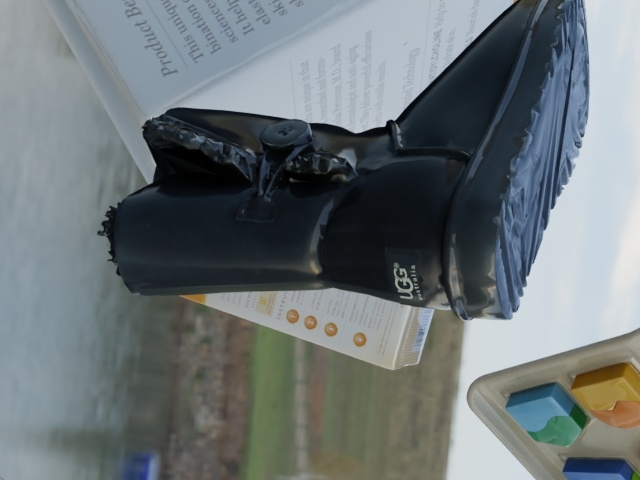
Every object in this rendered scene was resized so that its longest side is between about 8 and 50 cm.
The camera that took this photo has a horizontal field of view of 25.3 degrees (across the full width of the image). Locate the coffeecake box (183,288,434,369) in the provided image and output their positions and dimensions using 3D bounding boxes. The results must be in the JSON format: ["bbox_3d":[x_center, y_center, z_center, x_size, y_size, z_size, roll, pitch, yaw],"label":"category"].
[{"bbox_3d":[0.000,0.000,1.075,0.068,0.186,0.142,1,106,-70],"label":"coffeecake box"}]

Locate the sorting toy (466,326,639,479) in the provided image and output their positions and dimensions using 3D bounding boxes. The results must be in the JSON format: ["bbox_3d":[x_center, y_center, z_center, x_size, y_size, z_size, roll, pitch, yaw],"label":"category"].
[{"bbox_3d":[0.253,0.169,1.217,0.208,0.193,0.038,-26,-156,42],"label":"sorting toy"}]

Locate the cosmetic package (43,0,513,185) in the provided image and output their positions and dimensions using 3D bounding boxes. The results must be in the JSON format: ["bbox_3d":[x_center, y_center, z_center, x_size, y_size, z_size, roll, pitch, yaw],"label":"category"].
[{"bbox_3d":[-0.058,-0.270,1.391,0.329,0.394,0.327,59,-8,16],"label":"cosmetic package"}]

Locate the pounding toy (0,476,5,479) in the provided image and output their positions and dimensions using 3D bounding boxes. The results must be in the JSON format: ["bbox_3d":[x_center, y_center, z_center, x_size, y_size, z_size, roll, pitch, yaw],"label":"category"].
[{"bbox_3d":[-0.296,0.229,1.078,0.183,0.110,0.237,-43,-170,38],"label":"pounding toy"}]

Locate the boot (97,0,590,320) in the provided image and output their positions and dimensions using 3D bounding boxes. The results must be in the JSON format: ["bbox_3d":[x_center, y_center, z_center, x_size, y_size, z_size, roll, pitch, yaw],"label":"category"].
[{"bbox_3d":[0.021,-0.056,0.735,0.246,0.207,0.094,-61,149,-45],"label":"boot"}]
